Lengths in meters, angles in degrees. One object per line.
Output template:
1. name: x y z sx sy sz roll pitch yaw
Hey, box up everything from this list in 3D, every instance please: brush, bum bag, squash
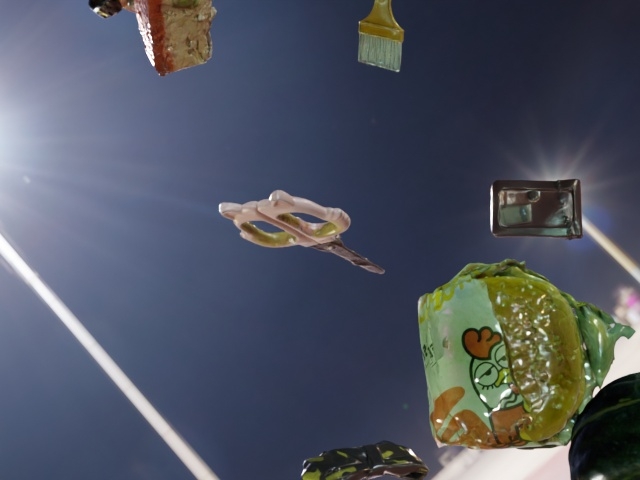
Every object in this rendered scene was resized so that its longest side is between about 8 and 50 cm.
1. brush: 0.090 -0.354 1.570 0.010 0.082 0.218 -18 -61 -46
2. bum bag: 0.066 0.380 1.846 0.232 0.106 0.060 -1 -72 -32
3. squash: 0.320 0.217 0.981 0.218 0.218 0.172 -36 8 -31
4. bum bag: 0.378 -0.054 1.927 0.159 0.109 0.026 1 -15 7

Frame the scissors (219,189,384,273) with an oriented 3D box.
1. scissors: 0.000 0.000 1.475 0.160 0.024 0.317 -12 -24 33

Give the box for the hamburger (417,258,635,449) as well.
1. hamburger: 0.222 0.126 1.203 0.235 0.214 0.125 -2 -1 19

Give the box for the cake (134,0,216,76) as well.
1. cake: -0.174 -0.313 1.270 0.086 0.117 0.220 -16 -49 -18

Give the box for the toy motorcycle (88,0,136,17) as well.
1. toy motorcycle: -0.150 -0.439 1.425 0.134 0.207 0.401 39 -89 -34
